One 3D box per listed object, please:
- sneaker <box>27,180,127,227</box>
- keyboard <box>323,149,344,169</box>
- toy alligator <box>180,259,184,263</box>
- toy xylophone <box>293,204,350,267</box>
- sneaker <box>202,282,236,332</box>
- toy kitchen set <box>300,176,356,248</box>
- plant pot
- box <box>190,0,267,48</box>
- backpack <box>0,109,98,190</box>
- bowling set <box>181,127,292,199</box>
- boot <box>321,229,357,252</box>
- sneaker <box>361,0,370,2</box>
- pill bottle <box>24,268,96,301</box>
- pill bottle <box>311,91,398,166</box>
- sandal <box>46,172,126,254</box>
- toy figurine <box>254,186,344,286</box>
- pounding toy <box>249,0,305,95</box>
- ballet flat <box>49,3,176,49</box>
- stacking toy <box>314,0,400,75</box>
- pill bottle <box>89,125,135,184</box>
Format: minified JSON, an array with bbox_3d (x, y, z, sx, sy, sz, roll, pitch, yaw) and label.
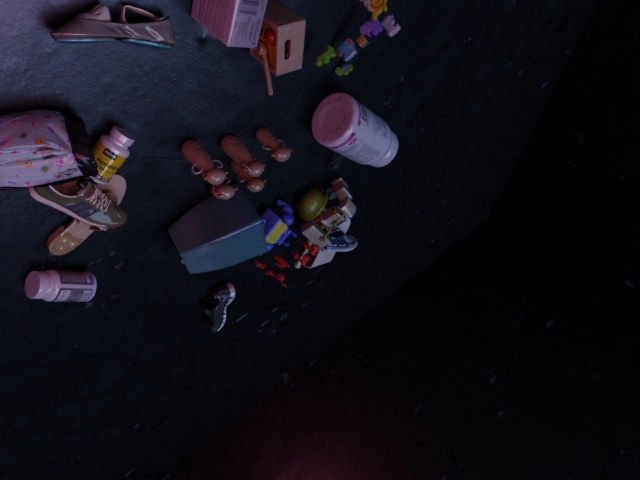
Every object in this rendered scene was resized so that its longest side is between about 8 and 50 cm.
[{"bbox_3d":[-0.485,-0.087,0.894,0.192,0.064,0.086,26,138,-37],"label":"sneaker"},{"bbox_3d":[0.073,-0.319,1.476,0.108,0.023,0.180,-6,134,-51],"label":"keyboard"},{"bbox_3d":[-0.350,0.053,1.395,0.190,0.051,0.056,-22,146,-37],"label":"toy alligator"},{"bbox_3d":[0.000,0.000,1.777,0.236,0.081,0.322,-8,137,-48],"label":"toy xylophone"},{"bbox_3d":[-0.398,0.257,1.609,0.106,0.078,0.234,-7,132,-47],"label":"sneaker"},{"bbox_3d":[0.035,-0.103,1.610,0.207,0.166,0.122,-30,134,16],"label":"toy kitchen set"},{"bbox_3d":[-0.300,-0.017,1.251,0.234,0.165,0.165,-27,150,-16],"label":"plant pot"},{"bbox_3d":[-0.169,-0.450,0.807,0.072,0.137,0.126,-19,145,-42],"label":"box"},{"bbox_3d":[-0.510,-0.162,0.772,0.182,0.152,0.115,-15,138,-25],"label":"backpack"},{"bbox_3d":[-0.215,-0.167,1.143,0.287,0.154,0.199,-24,147,-34],"label":"bowling set"},{"bbox_3d":[0.088,-0.004,1.719,0.190,0.069,0.086,-13,144,-41],"label":"boot"},{"bbox_3d":[0.088,-0.625,0.958,0.256,0.094,0.151,-25,156,-52],"label":"sneaker"},{"bbox_3d":[-0.630,0.110,1.055,0.078,0.078,0.137,-50,153,13],"label":"pill bottle"},{"bbox_3d":[0.117,-0.327,1.336,0.283,0.160,0.160,14,119,-52],"label":"pill bottle"},{"bbox_3d":[-0.517,-0.040,0.990,0.240,0.079,0.088,-45,154,2],"label":"sandal"},{"bbox_3d":[-0.121,-0.039,1.446,0.362,0.191,0.217,-48,149,7],"label":"toy figurine"},{"bbox_3d":[-0.104,-0.422,0.949,0.100,0.130,0.141,-29,150,-28],"label":"pounding toy"},{"bbox_3d":[-0.358,-0.375,0.755,0.213,0.072,0.068,-19,117,-42],"label":"ballet flat"},{"bbox_3d":[0.095,-0.517,1.110,0.221,0.052,0.167,-35,174,23],"label":"stacking toy"},{"bbox_3d":[-0.443,-0.180,0.905,0.116,0.065,0.065,-49,153,9],"label":"pill bottle"}]
